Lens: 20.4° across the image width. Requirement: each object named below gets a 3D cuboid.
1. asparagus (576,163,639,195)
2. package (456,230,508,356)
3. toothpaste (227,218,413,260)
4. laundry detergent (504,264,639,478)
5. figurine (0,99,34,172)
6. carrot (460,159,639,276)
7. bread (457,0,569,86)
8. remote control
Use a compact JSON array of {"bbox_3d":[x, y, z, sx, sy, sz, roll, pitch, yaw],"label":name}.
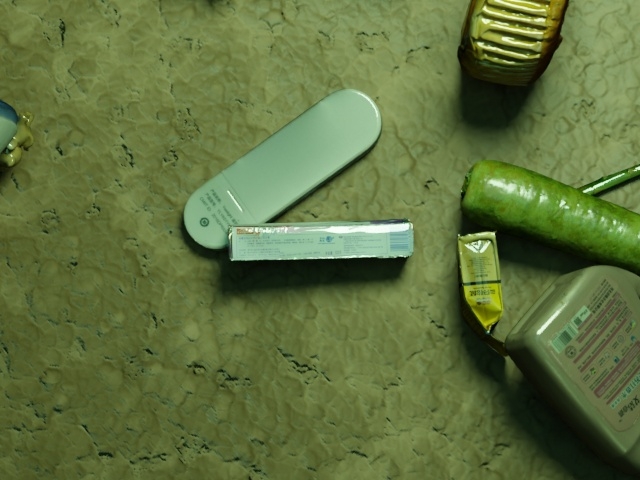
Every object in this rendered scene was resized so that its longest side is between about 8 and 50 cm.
[{"bbox_3d":[0.324,-0.069,1.887,0.127,0.018,0.015,-23,112,3],"label":"asparagus"},{"bbox_3d":[0.168,0.057,1.856,0.047,0.071,0.131,-6,84,-2],"label":"package"},{"bbox_3d":[0.000,0.000,1.877,0.196,0.047,0.040,-2,93,-2],"label":"toothpaste"},{"bbox_3d":[0.316,0.136,1.824,0.237,0.076,0.171,47,65,-8],"label":"laundry detergent"},{"bbox_3d":[-0.412,-0.039,1.880,0.158,0.161,0.276,9,81,29],"label":"figurine"},{"bbox_3d":[0.317,-0.001,1.851,0.358,0.074,0.074,19,85,2],"label":"carrot"},{"bbox_3d":[0.207,-0.250,1.830,0.104,0.199,0.199,14,84,3],"label":"bread"},{"bbox_3d":[-0.041,-0.076,1.914,0.245,0.022,0.077,-36,80,0],"label":"remote control"}]
